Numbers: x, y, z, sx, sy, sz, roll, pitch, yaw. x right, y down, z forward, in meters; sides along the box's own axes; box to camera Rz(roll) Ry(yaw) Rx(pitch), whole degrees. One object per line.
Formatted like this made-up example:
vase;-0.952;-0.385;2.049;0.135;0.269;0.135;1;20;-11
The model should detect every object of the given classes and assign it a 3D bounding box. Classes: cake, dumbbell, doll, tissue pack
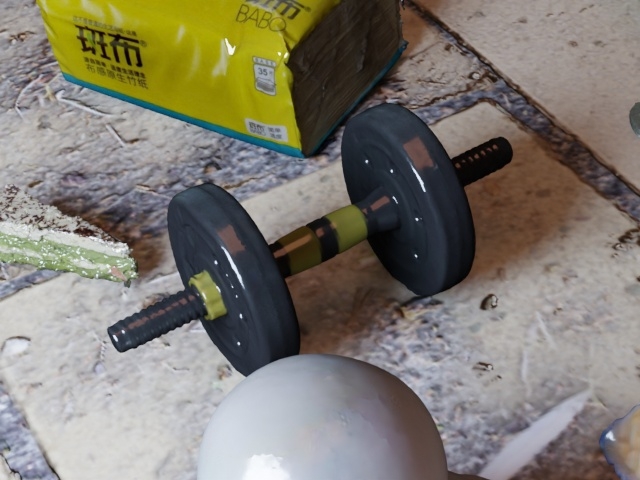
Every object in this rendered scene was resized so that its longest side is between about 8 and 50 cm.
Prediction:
cake;-0.202;0.005;1.086;0.140;0.051;0.055;23;48;31
dumbbell;0.000;0.000;0.999;0.325;0.143;0.143;-25;45;-20
doll;0.029;0.168;0.755;0.221;0.221;0.251;-31;47;-26
tissue pack;-0.085;-0.201;1.245;0.271;0.134;0.192;18;47;26

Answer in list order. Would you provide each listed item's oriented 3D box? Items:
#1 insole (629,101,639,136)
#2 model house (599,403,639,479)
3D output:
insole;0.352;-0.106;1.179;0.192;0.010;0.063;-5;40;2
model house;0.248;0.155;0.771;0.166;0.172;0.183;14;73;-22
